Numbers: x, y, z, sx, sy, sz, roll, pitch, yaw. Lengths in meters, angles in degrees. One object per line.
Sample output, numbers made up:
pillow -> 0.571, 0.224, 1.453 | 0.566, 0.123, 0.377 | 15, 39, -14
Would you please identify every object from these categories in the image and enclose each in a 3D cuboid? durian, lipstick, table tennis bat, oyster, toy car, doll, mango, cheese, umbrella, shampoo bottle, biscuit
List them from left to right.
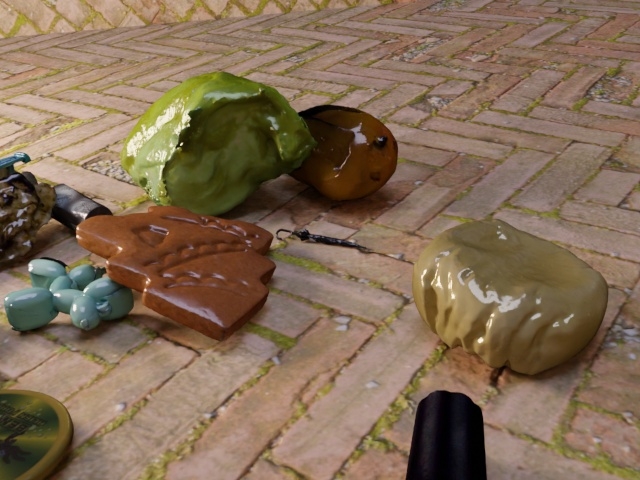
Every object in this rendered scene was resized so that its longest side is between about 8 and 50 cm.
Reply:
table tennis bat -> -0.386, 0.236, 0.785 | 0.198, 0.050, 0.321 | 12, 28, 34
oyster -> -0.585, -0.022, 1.192 | 0.396, 0.111, 0.204 | -6, 46, -24
toy car -> -0.583, -0.116, 1.421 | 0.161, 0.098, 0.126 | 24, 34, 26
shampoo bottle -> -0.415, -0.053, 1.337 | 0.063, 0.057, 0.208 | -34, 37, -30
doll -> -0.326, 0.074, 1.072 | 0.159, 0.059, 0.159 | -5, 26, -3
biscuit -> -0.168, 0.030, 1.095 | 0.284, 0.043, 0.306 | 2, 29, -28
durian -> -0.196, -0.163, 1.355 | 0.256, 0.204, 0.340 | -43, 38, -12
umbrella -> 0.001, -0.004, 1.232 | 0.149, 0.022, 0.022 | 6, 71, 18
mango -> 0.022, -0.142, 1.370 | 0.249, 0.151, 0.156 | 11, 70, 42
lipstick -> 0.092, 0.270, 0.623 | 0.077, 0.077, 0.418 | 2, 29, 10
cheese -> 0.230, 0.062, 0.976 | 0.226, 0.117, 0.214 | -16, 35, -32
